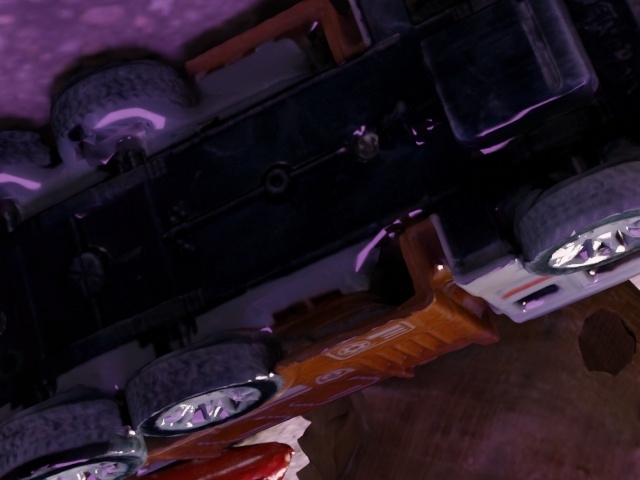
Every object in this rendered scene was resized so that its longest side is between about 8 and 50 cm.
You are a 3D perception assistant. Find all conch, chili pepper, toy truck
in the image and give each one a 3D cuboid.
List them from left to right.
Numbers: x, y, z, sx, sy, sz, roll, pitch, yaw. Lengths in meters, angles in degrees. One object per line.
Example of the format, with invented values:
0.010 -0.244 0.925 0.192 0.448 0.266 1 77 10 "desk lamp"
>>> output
-0.094 0.172 0.803 0.169 0.065 0.088 -24 168 -2 "chili pepper"
0.000 0.000 0.474 0.305 0.136 0.162 -24 159 15 "toy truck"
0.092 0.100 0.583 0.324 0.186 0.263 3 -152 41 "conch"
